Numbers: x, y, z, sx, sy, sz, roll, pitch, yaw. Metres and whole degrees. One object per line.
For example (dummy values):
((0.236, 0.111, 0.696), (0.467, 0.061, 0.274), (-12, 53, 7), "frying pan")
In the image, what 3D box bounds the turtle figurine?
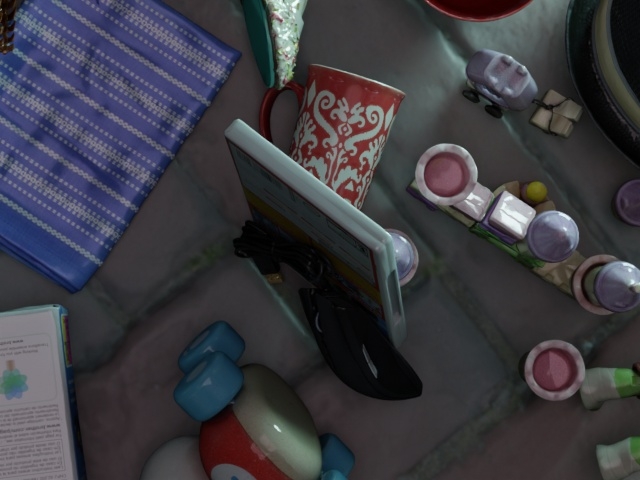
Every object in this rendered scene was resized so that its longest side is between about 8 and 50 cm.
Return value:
((0.437, 0.176, 1.920), (0.266, 0.274, 0.198), (-16, 111, 15), "turtle figurine")

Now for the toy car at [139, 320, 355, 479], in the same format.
((-0.117, 0.254, 1.844), (0.238, 0.210, 0.219), (-42, 102, 8), "toy car")

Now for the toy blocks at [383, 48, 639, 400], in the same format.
((0.225, -0.024, 1.836), (0.288, 0.260, 0.309), (33, 86, -1), "toy blocks")

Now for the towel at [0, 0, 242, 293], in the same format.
((-0.279, -0.138, 1.923), (0.243, 0.040, 0.336), (34, 86, -2), "towel")

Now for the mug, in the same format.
((0.006, -0.101, 1.920), (0.113, 0.150, 0.169), (16, 91, -39), "mug")

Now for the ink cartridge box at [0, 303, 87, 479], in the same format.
((-0.383, 0.280, 1.840), (0.270, 0.151, 0.395), (-7, 86, -3), "ink cartridge box")

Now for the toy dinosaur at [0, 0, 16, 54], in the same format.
((-0.312, -0.367, 1.885), (0.218, 0.164, 0.322), (1, 98, 31), "toy dinosaur")

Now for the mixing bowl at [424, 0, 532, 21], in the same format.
((0.169, -0.327, 1.928), (0.181, 0.098, 0.181), (0, 88, -4), "mixing bowl")

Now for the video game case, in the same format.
((0.000, 0.000, 1.784), (0.204, 0.285, 0.025), (38, 76, 19), "video game case")

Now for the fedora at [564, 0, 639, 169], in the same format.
((0.439, -0.213, 1.888), (0.334, 0.152, 0.334), (2, 77, -11), "fedora")

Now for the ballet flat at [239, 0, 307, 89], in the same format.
((-0.058, -0.286, 1.910), (0.077, 0.091, 0.241), (-17, 81, -16), "ballet flat")

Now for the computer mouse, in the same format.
((-0.005, 0.087, 1.881), (0.060, 0.184, 0.262), (-48, 128, -14), "computer mouse")
